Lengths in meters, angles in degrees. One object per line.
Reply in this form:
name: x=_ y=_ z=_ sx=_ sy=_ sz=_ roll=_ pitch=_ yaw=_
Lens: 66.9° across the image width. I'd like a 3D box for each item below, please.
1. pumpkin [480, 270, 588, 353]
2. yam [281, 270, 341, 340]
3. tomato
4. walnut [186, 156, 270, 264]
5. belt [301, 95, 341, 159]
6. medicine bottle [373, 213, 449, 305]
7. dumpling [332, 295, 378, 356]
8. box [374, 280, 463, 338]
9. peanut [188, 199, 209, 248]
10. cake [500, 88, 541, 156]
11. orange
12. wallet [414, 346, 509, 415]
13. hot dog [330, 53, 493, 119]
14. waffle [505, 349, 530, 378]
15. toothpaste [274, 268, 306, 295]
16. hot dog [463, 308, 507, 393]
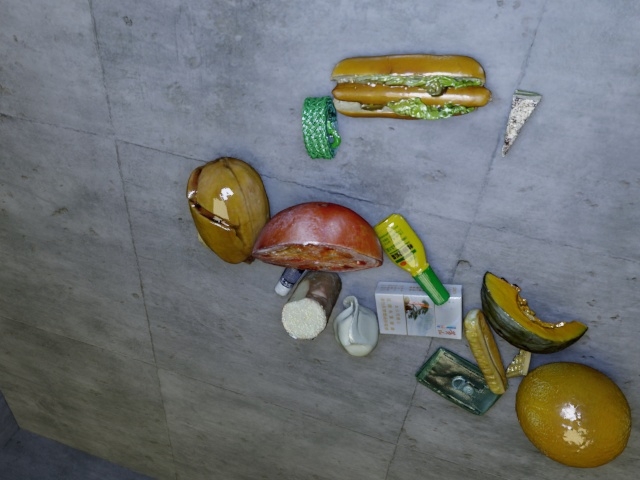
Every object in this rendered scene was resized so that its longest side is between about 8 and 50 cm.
pumpkin: x=0.514 y=0.231 z=1.222 sx=0.312 sy=0.169 sz=0.148 roll=26 pitch=126 yaw=1
yam: x=-0.016 y=0.164 z=1.340 sx=0.129 sy=0.238 sz=0.128 roll=10 pitch=113 yaw=12
tomato: x=-0.003 y=-0.012 z=1.219 sx=0.338 sy=0.144 sz=0.338 roll=6 pitch=167 yaw=1
walnut: x=-0.229 y=-0.061 z=1.276 sx=0.208 sy=0.209 sz=0.337 roll=1 pitch=130 yaw=19
belt: x=0.010 y=-0.251 z=1.098 sx=0.079 sy=0.121 sz=0.151 roll=2 pitch=137 yaw=13
medicine bottle: x=0.238 y=0.053 z=1.235 sx=0.095 sy=0.064 sz=0.261 roll=-35 pitch=95 yaw=28
dumpling: x=0.102 y=0.252 z=1.398 sx=0.132 sy=0.163 sz=0.250 roll=-7 pitch=158 yaw=4
box: x=0.277 y=0.193 z=1.350 sx=0.233 sy=0.067 sz=0.150 roll=0 pitch=125 yaw=19
peanut: x=-0.327 y=-0.061 z=1.381 sx=0.082 sy=0.082 sz=0.187 roll=4 pitch=124 yaw=18
cake: x=0.397 y=-0.243 z=1.003 sx=0.055 sy=0.051 sz=0.140 roll=27 pitch=130 yaw=9
orange: x=0.655 y=0.451 z=1.271 sx=0.274 sy=0.274 sz=0.274 roll=10 pitch=127 yaw=13
wallet: x=0.426 y=0.432 z=1.478 sx=0.236 sy=0.055 sz=0.160 roll=28 pitch=122 yaw=0
hot dog: x=0.182 y=-0.313 z=1.000 sx=0.337 sy=0.100 sz=0.135 roll=6 pitch=125 yaw=17
waffle: x=0.562 y=0.345 z=1.386 sx=0.023 sy=0.098 sz=0.153 roll=16 pitch=160 yaw=7
toothpaste: x=-0.071 y=0.086 z=1.421 sx=0.071 sy=0.045 sz=0.194 roll=27 pitch=123 yaw=-10
hot dog: x=0.461 y=0.315 z=1.355 sx=0.061 sy=0.088 sz=0.286 roll=-11 pitch=113 yaw=36
